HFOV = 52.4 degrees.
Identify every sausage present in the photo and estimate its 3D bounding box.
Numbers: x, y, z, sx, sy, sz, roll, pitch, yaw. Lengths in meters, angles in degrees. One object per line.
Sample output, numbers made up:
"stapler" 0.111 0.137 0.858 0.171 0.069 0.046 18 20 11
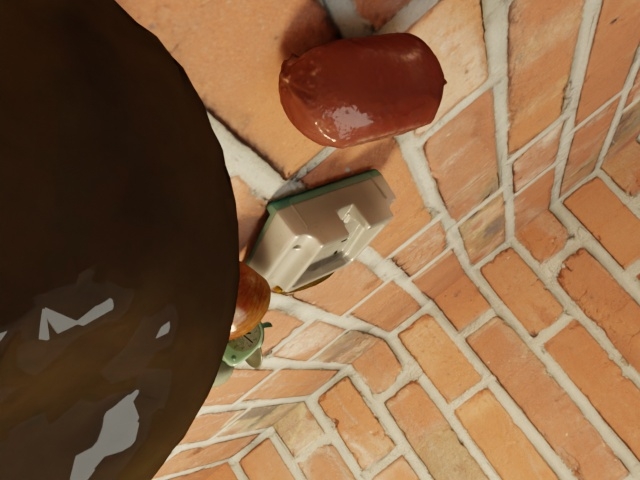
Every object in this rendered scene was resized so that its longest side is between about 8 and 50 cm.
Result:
"sausage" 0.061 -0.194 0.849 0.254 0.148 0.148 -23 156 -31

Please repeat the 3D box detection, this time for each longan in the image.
"longan" -0.261 0.037 0.460 0.404 0.404 0.436 -17 156 -44

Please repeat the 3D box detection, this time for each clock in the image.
"clock" 0.000 0.000 1.218 0.262 0.116 0.231 -20 155 -37
"clock" -0.167 0.200 1.406 0.135 0.101 0.041 -33 175 -20

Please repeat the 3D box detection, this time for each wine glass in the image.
"wine glass" -0.249 0.275 1.432 0.231 0.103 0.103 -17 153 -35

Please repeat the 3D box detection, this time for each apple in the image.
"apple" -0.161 0.096 1.118 0.131 0.146 0.146 -48 166 -24

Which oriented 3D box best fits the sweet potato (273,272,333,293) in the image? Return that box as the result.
"sweet potato" 0.005 0.048 1.392 0.243 0.077 0.077 -27 158 -23
